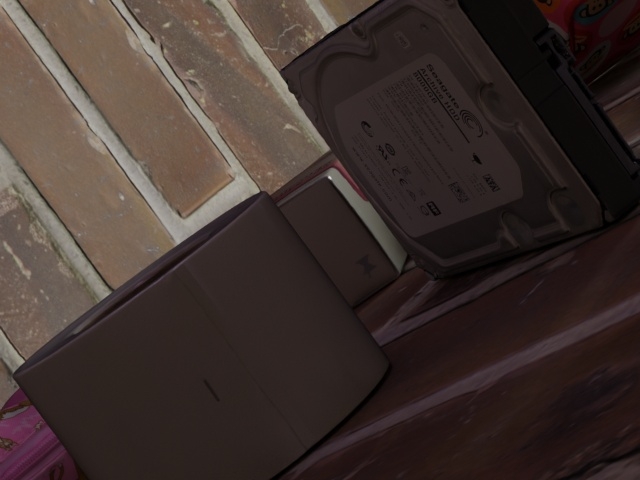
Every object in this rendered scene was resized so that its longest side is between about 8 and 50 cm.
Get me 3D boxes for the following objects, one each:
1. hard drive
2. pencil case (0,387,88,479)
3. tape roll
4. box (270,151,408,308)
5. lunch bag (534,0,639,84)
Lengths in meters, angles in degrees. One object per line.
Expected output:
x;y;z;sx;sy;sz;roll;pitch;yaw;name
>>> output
0.106;-0.094;1.608;0.064;0.237;0.339;-39;7;-23;hard drive
-0.269;0.217;1.731;0.160;0.167;0.386;12;38;37;pencil case
-0.092;0.099;1.540;0.246;0.169;0.246;-35;6;4;tape roll
0.000;0.000;2.051;0.148;0.127;0.232;-34;5;13;box
0.360;-0.307;2.291;0.293;0.120;0.258;-39;-23;-13;lunch bag
